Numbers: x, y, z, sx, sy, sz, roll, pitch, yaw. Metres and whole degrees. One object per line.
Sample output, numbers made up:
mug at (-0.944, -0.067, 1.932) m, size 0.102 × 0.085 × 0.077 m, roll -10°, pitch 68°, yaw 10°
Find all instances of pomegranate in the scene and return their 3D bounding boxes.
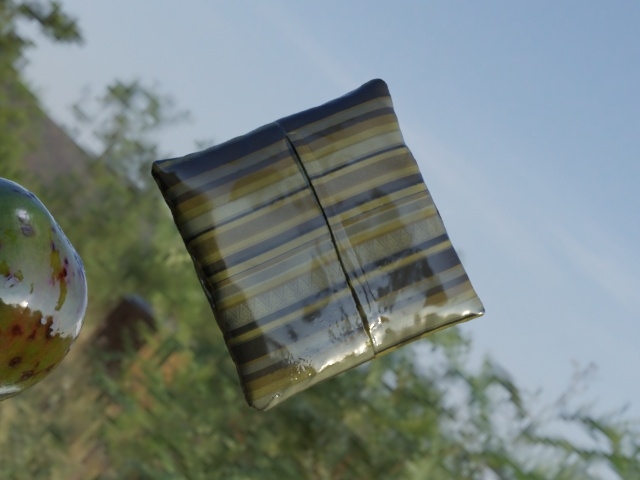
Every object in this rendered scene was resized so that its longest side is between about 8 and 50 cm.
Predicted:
pomegranate at (-0.282, 0.015, 1.322) m, size 0.202 × 0.202 × 0.248 m, roll 53°, pitch 25°, yaw -56°

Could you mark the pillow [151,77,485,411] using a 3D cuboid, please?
pillow at (0.000, 0.000, 1.348) m, size 0.212 × 0.208 × 0.052 m, roll 67°, pitch -15°, yaw 2°
